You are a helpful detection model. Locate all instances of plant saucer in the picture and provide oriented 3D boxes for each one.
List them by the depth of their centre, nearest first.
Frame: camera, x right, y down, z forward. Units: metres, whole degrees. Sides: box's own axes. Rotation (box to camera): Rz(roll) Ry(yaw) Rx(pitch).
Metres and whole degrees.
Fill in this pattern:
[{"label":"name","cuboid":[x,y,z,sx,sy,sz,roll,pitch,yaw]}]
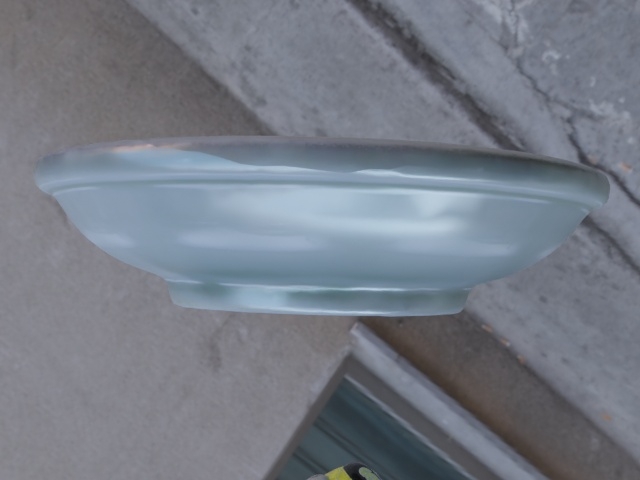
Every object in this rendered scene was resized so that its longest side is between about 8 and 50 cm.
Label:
[{"label":"plant saucer","cuboid":[0.000,0.000,0.634,0.401,0.100,0.400,1,178,0]}]

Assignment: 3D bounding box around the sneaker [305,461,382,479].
[{"label":"sneaker","cuboid":[0.008,0.359,0.831,0.145,0.147,0.384,40,146,29]}]
